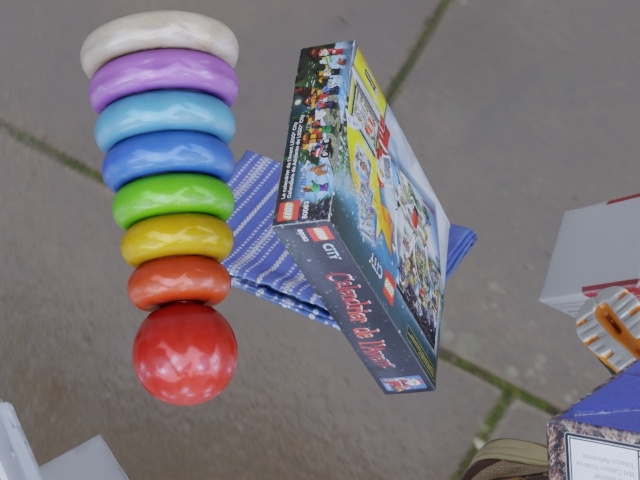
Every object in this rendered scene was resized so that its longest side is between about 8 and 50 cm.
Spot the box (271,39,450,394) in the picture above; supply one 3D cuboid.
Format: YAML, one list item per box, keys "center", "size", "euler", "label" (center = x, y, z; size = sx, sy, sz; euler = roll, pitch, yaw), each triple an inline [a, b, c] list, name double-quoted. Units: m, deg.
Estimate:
- center: [0.037, -0.012, 1.165]
  size: [0.044, 0.159, 0.233]
  euler: [-6, 143, 21]
  label: "box"

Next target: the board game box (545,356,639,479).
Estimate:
- center: [0.279, 0.238, 0.966]
  size: [0.141, 0.232, 0.291]
  euler: [-23, 114, -48]
  label: "board game box"

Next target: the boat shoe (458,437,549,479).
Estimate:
- center: [0.264, 0.273, 1.527]
  size: [0.123, 0.342, 0.123]
  euler: [-32, 117, -43]
  label: "boat shoe"

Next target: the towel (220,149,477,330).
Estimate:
- center: [0.000, 0.000, 1.931]
  size: [0.336, 0.243, 0.040]
  euler: [21, 131, 18]
  label: "towel"

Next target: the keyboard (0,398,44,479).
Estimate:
- center: [-0.184, 0.221, 1.088]
  size: [0.014, 0.072, 0.256]
  euler: [-27, 78, 7]
  label: "keyboard"

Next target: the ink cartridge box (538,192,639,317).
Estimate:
- center: [0.406, 0.057, 1.681]
  size: [0.273, 0.197, 0.114]
  euler: [23, 75, -19]
  label: "ink cartridge box"

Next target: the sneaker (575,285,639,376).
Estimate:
- center: [0.303, 0.127, 1.380]
  size: [0.084, 0.215, 0.083]
  euler: [-37, 130, 12]
  label: "sneaker"

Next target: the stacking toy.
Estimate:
- center: [-0.129, -0.023, 1.351]
  size: [0.141, 0.141, 0.330]
  euler: [-2, 74, -11]
  label: "stacking toy"

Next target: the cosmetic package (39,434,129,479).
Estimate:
- center: [-0.356, 0.364, 2.016]
  size: [0.238, 0.107, 0.127]
  euler: [-26, 149, -14]
  label: "cosmetic package"
